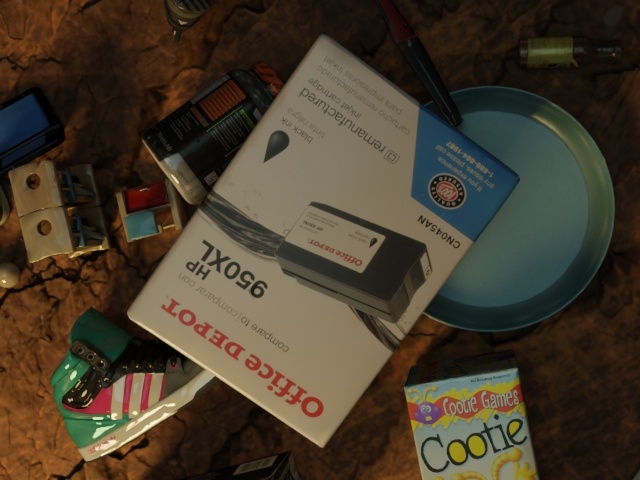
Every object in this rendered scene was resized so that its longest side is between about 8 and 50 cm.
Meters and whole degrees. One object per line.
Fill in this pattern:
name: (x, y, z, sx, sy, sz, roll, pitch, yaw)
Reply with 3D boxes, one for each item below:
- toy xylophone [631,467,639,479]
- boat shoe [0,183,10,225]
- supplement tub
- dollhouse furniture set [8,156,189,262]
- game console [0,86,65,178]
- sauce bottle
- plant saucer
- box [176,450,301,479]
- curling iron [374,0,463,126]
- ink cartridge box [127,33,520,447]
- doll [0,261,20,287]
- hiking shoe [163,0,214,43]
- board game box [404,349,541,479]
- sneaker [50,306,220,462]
toy xylophone: (0.523, 0.308, 1.179, 0.236, 0.081, 0.322, 27, 98, 15)
boat shoe: (-0.491, -0.092, 1.368, 0.056, 0.049, 0.152, -27, 87, 10)
supplement tub: (-0.127, -0.145, 1.260, 0.190, 0.117, 0.117, -36, 86, -4)
dollhouse furniture set: (-0.295, -0.056, 1.296, 0.184, 0.129, 0.129, -14, 90, 11)
game console: (-0.426, -0.148, 1.334, 0.122, 0.107, 0.071, -31, 115, -4)
sauce bottle: (0.318, -0.241, 1.228, 0.128, 0.042, 0.042, 1, 92, 12)
plant saucer: (0.218, -0.040, 1.253, 0.317, 0.044, 0.317, 0, 92, 9)
box: (-0.144, 0.395, 1.271, 0.247, 0.163, 0.142, -16, 93, 10)
curling iron: (0.121, -0.270, 1.240, 0.068, 0.035, 0.274, -23, 76, 8)
ink cartridge box: (0.000, 0.000, 1.155, 0.285, 0.166, 0.395, 35, 95, -5)
doll: (-0.524, 0.053, 1.382, 0.189, 0.046, 0.129, -4, 93, 10)
hiking shoe: (-0.180, -0.381, 1.281, 0.086, 0.114, 0.227, 16, 65, -20)
board game box: (0.205, 0.294, 1.217, 0.142, 0.144, 0.275, -11, 91, 9)
sneaker: (-0.250, 0.156, 1.306, 0.295, 0.124, 0.178, -33, 96, 11)
